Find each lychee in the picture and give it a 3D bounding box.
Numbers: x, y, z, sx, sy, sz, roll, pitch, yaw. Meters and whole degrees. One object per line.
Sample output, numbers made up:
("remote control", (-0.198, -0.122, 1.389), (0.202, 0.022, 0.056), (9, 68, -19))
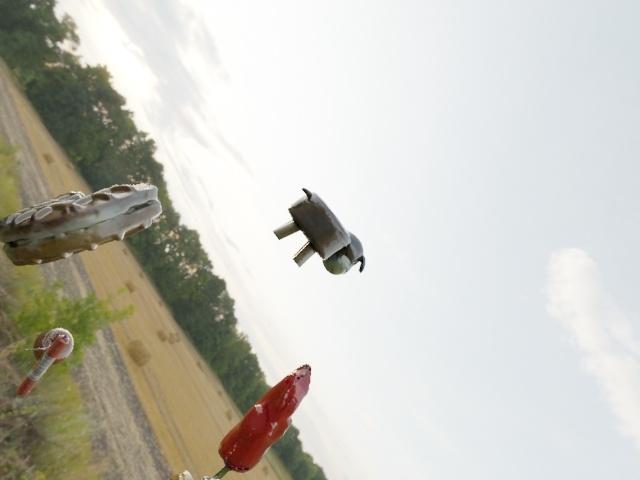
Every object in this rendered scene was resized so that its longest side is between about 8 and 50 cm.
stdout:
("lychee", (-0.779, 0.312, 1.257), (0.140, 0.114, 0.101), (5, -62, 52))

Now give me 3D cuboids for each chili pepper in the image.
("chili pepper", (-0.149, 0.458, 1.067), (0.110, 0.387, 0.110), (39, 3, -3))

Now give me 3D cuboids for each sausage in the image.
("sausage", (-0.696, 0.314, 1.084), (0.034, 0.253, 0.034), (40, 17, -15))

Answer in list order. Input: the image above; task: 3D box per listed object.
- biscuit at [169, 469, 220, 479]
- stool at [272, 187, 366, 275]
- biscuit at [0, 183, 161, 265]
("biscuit", (-0.070, 0.358, 0.392), (0.432, 0.064, 0.283), (-28, -95, 58))
("stool", (0.000, 0.000, 0.818), (0.217, 0.121, 0.125), (51, -1, -34))
("biscuit", (-0.555, -0.040, 0.963), (0.366, 0.268, 0.115), (-5, -70, 30))
